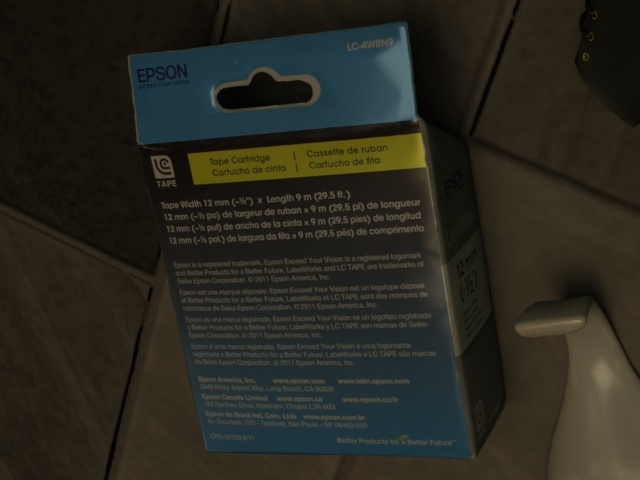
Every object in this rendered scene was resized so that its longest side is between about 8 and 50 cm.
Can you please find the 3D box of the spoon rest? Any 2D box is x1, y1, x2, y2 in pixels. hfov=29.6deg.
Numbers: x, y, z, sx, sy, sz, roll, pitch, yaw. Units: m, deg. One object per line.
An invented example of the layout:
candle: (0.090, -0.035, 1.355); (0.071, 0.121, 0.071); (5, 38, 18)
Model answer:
spoon rest: (0.231, 0.154, 0.975); (0.137, 0.084, 0.276); (-8, 119, 28)

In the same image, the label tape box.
label tape box: (0.000, 0.000, 0.992); (0.249, 0.115, 0.348); (-3, 106, 25)

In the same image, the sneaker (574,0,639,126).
sneaker: (0.203, -0.187, 0.840); (0.118, 0.083, 0.222); (-31, 96, 31)
